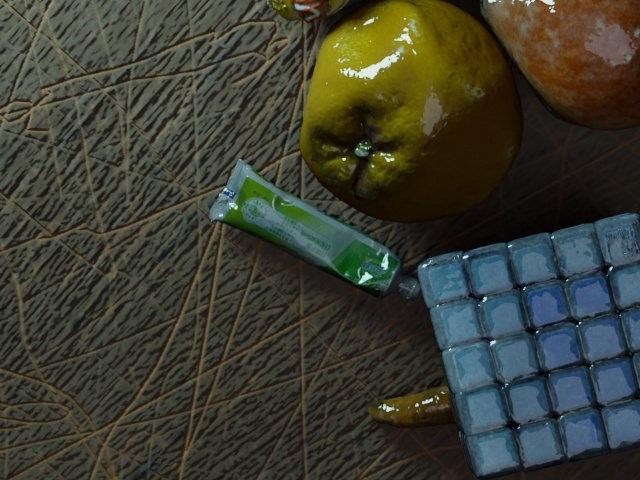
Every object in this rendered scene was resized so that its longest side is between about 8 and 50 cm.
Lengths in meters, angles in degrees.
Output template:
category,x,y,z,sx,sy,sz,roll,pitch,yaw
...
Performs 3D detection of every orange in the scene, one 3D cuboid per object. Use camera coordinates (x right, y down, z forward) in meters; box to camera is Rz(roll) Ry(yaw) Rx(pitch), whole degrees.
category,x,y,z,sx,sy,sz,roll,pitch,yaw
orange,0.088,-0.119,1.791,0.249,0.183,0.249,21,137,21

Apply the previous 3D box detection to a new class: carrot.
category,x,y,z,sx,sy,sz,roll,pitch,yaw
carrot,0.173,0.184,1.986,0.247,0.059,0.059,-8,107,7

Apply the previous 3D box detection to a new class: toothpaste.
category,x,y,z,sx,sy,sz,roll,pitch,yaw
toothpaste,0.000,0.000,1.939,0.248,0.047,0.078,28,101,-5

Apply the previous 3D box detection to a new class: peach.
category,x,y,z,sx,sy,sz,roll,pitch,yaw
peach,0.269,-0.216,1.773,0.232,0.232,0.233,0,107,1

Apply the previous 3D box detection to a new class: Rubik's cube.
category,x,y,z,sx,sy,sz,roll,pitch,yaw
Rubik's cube,0.243,0.109,1.836,0.237,0.238,0.237,-16,87,2

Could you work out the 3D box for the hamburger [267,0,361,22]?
category,x,y,z,sx,sy,sz,roll,pitch,yaw
hamburger,-0.008,-0.328,1.773,0.116,0.173,0.210,-7,110,-23
